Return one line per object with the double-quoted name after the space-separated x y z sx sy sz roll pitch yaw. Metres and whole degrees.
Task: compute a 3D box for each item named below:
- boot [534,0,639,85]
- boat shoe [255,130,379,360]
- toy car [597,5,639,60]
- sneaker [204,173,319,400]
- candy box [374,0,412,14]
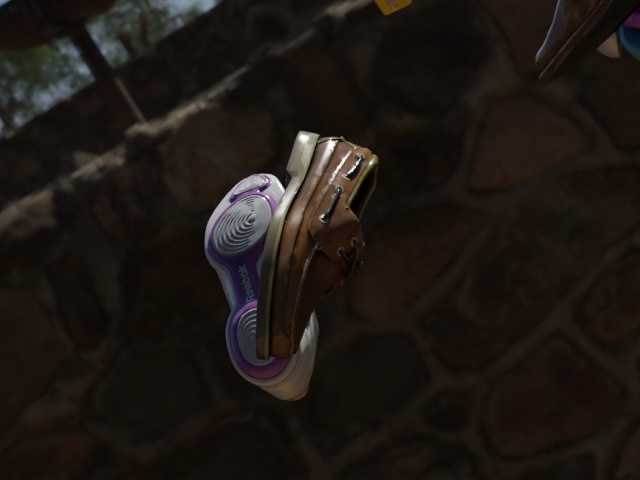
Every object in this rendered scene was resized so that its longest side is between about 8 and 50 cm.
0.298 -0.297 1.464 0.112 0.115 0.305 -36 -17 -39 "boot"
0.000 0.000 1.462 0.111 0.104 0.307 96 -175 -53 "boat shoe"
0.421 -0.309 1.715 0.159 0.182 0.136 -5 18 15 "toy car"
-0.069 0.062 1.701 0.114 0.305 0.152 -13 -30 14 "sneaker"
0.023 -0.262 0.961 0.027 0.105 0.206 -23 43 19 "candy box"
